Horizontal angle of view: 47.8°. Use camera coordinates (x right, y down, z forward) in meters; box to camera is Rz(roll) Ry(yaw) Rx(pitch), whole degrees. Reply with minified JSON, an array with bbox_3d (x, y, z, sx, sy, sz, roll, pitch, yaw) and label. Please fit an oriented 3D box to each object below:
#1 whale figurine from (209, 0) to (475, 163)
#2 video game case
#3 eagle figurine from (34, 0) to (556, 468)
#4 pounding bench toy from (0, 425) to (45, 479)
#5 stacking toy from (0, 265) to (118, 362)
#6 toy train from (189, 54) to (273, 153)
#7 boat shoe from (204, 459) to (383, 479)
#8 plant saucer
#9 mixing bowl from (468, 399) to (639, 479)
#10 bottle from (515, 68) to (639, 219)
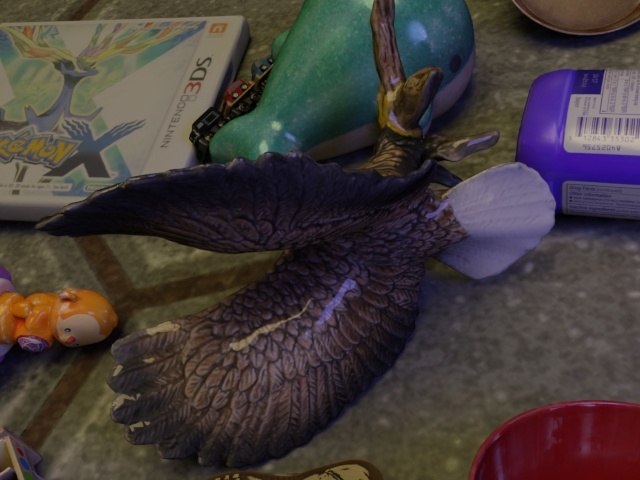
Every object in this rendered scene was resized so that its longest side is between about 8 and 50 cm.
[{"bbox_3d":[0.014,-0.159,0.659,0.272,0.141,0.216,-39,50,-12],"label":"whale figurine"},{"bbox_3d":[-0.268,-0.144,0.794,0.329,0.036,0.299,2,52,13],"label":"video game case"},{"bbox_3d":[-0.008,0.001,0.492,0.225,0.226,0.298,-27,15,47],"label":"eagle figurine"},{"bbox_3d":[-0.232,0.172,0.505,0.052,0.083,0.065,-35,48,-11],"label":"pounding bench toy"},{"bbox_3d":[-0.318,0.062,0.606,0.302,0.175,0.165,4,46,5],"label":"stacking toy"},{"bbox_3d":[-0.082,-0.145,0.740,0.036,0.027,0.158,34,55,5],"label":"toy train"},{"bbox_3d":[-0.024,0.172,0.458,0.136,0.045,0.050,-8,57,8],"label":"boat shoe"},{"bbox_3d":[0.257,-0.274,0.706,0.169,0.029,0.168,-2,79,8],"label":"plant saucer"},{"bbox_3d":[0.156,0.170,0.342,0.182,0.098,0.181,1,26,-1],"label":"mixing bowl"},{"bbox_3d":[0.291,-0.067,0.517,0.283,0.092,0.118,5,50,23],"label":"bottle"}]
